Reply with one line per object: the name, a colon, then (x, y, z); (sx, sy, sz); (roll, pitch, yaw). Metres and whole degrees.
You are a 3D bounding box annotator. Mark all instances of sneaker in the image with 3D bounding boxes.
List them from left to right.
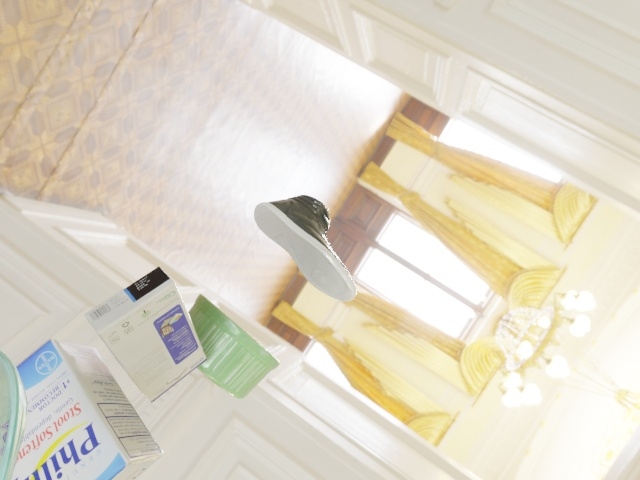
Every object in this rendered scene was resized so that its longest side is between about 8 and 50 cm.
sneaker: (0.000, 0.000, 1.089); (0.147, 0.296, 0.104); (-31, 159, -44)

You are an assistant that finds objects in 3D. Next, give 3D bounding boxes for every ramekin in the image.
ramekin: (-0.272, 0.301, 1.361); (0.148, 0.303, 0.303); (-49, 167, -14)

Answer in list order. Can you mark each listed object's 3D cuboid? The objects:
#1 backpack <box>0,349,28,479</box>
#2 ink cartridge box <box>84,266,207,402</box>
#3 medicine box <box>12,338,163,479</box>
backpack: (-0.365, 0.174, 0.393); (0.191, 0.254, 0.225); (38, 55, -60)
ink cartridge box: (-0.353, 0.211, 1.035); (0.165, 0.065, 0.332); (-37, 148, -27)
medicine box: (-0.502, 0.386, 0.921); (0.263, 0.289, 0.149); (-41, 160, -7)
